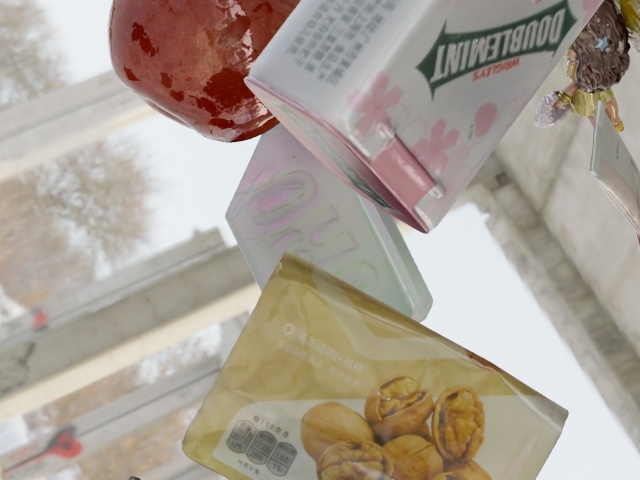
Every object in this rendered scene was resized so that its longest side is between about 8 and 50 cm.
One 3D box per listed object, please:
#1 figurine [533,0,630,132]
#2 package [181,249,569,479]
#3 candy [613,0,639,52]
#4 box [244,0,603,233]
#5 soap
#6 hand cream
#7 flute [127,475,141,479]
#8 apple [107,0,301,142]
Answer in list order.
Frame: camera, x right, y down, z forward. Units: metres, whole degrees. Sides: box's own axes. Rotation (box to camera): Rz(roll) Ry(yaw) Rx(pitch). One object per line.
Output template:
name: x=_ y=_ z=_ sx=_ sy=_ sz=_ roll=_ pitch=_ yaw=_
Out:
figurine: x=0.380 y=-0.243 z=1.695 sx=0.115 sy=0.175 sz=0.240 roll=14 pitch=-40 yaw=28
package: x=0.051 y=0.176 z=1.180 sx=0.311 sy=0.221 sz=0.165 roll=28 pitch=1 yaw=2
candy: x=0.524 y=-0.383 z=1.717 sx=0.118 sy=0.260 sz=0.260 roll=125 pitch=-60 yaw=-83
box: x=0.120 y=-0.201 z=0.838 sx=0.112 sy=0.370 sz=0.190 roll=33 pitch=-6 yaw=34
soap: x=0.000 y=0.000 z=1.727 sx=0.347 sy=0.208 sz=0.115 roll=64 pitch=14 yaw=5
hand cream: x=0.246 y=-0.024 z=0.925 sx=0.216 sy=0.038 sz=0.052 roll=43 pitch=21 yaw=-47
flute: x=-0.292 y=0.419 z=1.850 sx=0.233 sy=0.027 sz=0.027 roll=-127 pitch=-165 yaw=-77
apple: x=-0.127 y=-0.241 z=1.447 sx=0.260 sy=0.216 sz=0.260 roll=32 pitch=-3 yaw=2
